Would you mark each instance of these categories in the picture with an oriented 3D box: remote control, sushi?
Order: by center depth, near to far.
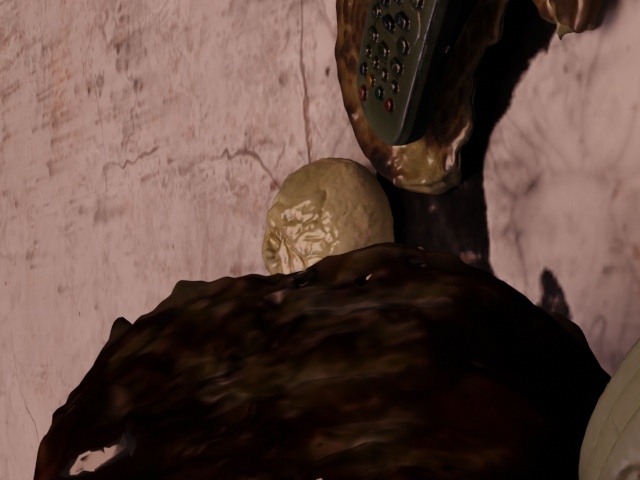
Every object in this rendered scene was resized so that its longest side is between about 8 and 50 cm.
[{"bbox_3d":[0.022,0.173,0.595,0.294,0.299,0.281,-85,-6,-68],"label":"sushi"},{"bbox_3d":[0.064,-0.153,0.789,0.072,0.042,0.222,-119,36,-43],"label":"remote control"}]

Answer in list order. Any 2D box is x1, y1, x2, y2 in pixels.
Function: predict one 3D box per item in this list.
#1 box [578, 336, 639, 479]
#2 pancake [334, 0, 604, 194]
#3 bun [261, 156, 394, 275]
[{"bbox_3d":[0.199,0.084,0.373,0.226,0.226,0.149,113,145,-40],"label":"box"},{"bbox_3d":[0.081,-0.162,0.838,0.286,0.033,0.288,38,125,56],"label":"pancake"},{"bbox_3d":[0.000,0.000,0.962,0.115,0.069,0.115,4,95,62],"label":"bun"}]
